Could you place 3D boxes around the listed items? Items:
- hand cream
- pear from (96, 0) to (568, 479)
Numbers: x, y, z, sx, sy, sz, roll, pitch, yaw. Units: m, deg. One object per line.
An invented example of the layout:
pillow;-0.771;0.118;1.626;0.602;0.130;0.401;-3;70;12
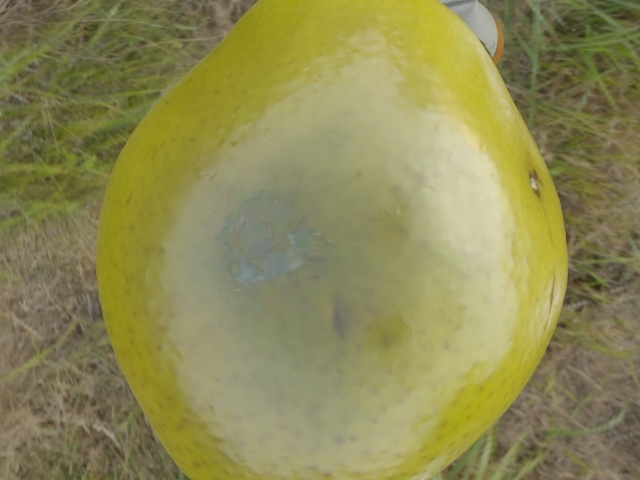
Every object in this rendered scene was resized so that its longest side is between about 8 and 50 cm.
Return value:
hand cream;0.107;-0.203;1.087;0.140;0.314;0.089;-9;94;17
pear;0.000;0.000;0.754;0.340;0.191;0.386;5;89;10
